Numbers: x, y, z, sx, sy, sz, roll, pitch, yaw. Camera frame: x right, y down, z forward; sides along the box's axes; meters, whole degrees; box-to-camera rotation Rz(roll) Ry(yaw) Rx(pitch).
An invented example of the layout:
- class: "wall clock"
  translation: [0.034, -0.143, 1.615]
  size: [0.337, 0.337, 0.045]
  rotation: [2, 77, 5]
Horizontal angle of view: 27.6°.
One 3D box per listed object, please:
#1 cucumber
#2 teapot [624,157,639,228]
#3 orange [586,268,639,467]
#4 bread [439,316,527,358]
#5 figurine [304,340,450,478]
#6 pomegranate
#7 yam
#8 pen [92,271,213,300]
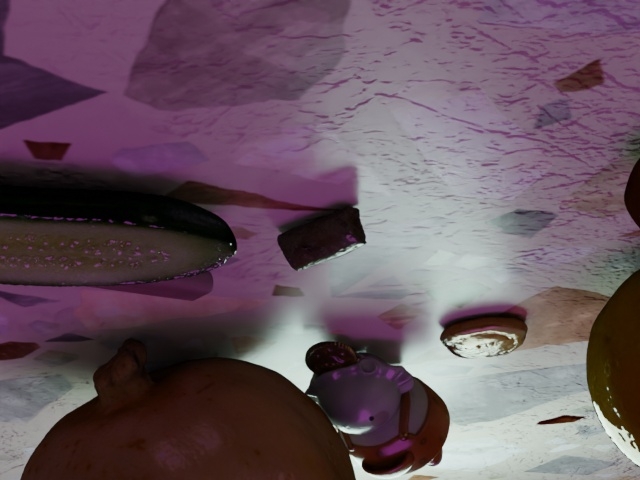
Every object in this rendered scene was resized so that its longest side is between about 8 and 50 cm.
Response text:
- class: "cucumber"
  translation: [-0.194, -0.009, 1.121]
  size: [0.244, 0.063, 0.115]
  rotation: [5, 147, -21]
- class: "teapot"
  translation: [0.325, -0.048, 1.096]
  size: [0.116, 0.116, 0.173]
  rotation: [-21, 179, 34]
- class: "orange"
  translation: [0.420, 0.139, 1.366]
  size: [0.279, 0.235, 0.279]
  rotation: [3, 151, 2]
- class: "bread"
  translation: [0.194, 0.115, 1.541]
  size: [0.110, 0.024, 0.110]
  rotation: [-5, 158, -2]
- class: "figurine"
  translation: [0.068, 0.201, 1.615]
  size: [0.143, 0.143, 0.271]
  rotation: [-17, 121, 27]
- class: "pomegranate"
  translation: [-0.162, 0.302, 1.507]
  size: [0.412, 0.411, 0.411]
  rotation: [-4, 157, -2]
- class: "yam"
  translation: [0.000, 0.000, 1.210]
  size: [0.094, 0.043, 0.043]
  rotation: [-21, 152, 32]
- class: "pen"
  translation: [-0.194, 0.030, 1.258]
  size: [0.197, 0.032, 0.053]
  rotation: [13, 152, -41]
